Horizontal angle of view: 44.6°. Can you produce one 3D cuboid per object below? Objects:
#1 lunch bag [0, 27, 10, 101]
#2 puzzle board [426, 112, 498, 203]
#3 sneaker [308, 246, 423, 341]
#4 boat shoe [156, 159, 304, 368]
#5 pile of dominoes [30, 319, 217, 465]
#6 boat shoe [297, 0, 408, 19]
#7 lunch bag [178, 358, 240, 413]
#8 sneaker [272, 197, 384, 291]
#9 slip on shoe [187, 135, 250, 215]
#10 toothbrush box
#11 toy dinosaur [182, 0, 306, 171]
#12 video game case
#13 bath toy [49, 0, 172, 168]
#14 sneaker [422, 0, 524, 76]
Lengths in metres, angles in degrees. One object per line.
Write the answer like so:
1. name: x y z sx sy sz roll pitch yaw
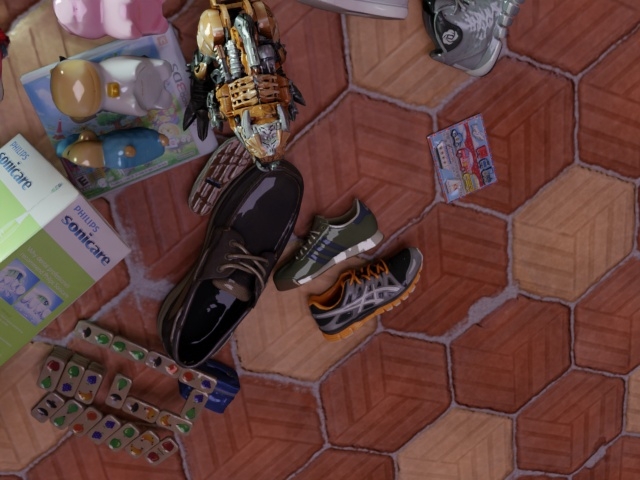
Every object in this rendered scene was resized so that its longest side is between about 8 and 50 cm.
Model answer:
1. lunch bag: -0.508 -0.206 0.861 0.293 0.258 0.120 11 108 3
2. puzzle board: 0.233 -0.131 1.270 0.096 0.011 0.128 -25 118 -6
3. sneaker: 0.074 0.077 1.279 0.215 0.084 0.083 -39 114 4
4. boat shoe: -0.122 0.047 1.172 0.132 0.130 0.355 23 106 -25
5. pile of dominoes: -0.314 0.252 1.218 0.251 0.040 0.196 25 106 -8
6. boat shoe: 0.041 -0.349 1.081 0.184 0.066 0.063 4 99 -17
7. lunch bag: -0.183 0.228 1.274 0.098 0.067 0.065 29 103 -25
8. sneaker: 0.000 0.000 1.233 0.192 0.064 0.086 -27 112 -4
9. slip on shoe: -0.149 -0.099 1.147 0.051 0.041 0.135 28 103 -26
10. toothbrush box: -0.415 0.029 0.977 0.283 0.206 0.122 -45 137 -11
11. toy dinosaur: -0.092 -0.235 0.983 0.164 0.218 0.322 7 71 -3
12. video game case: -0.271 -0.175 1.083 0.212 0.023 0.193 -23 119 -6
13. bath toy: -0.270 -0.270 0.969 0.151 0.129 0.349 -21 121 -55
14. sneaker: 0.218 -0.355 1.121 0.132 0.086 0.229 10 112 -19
